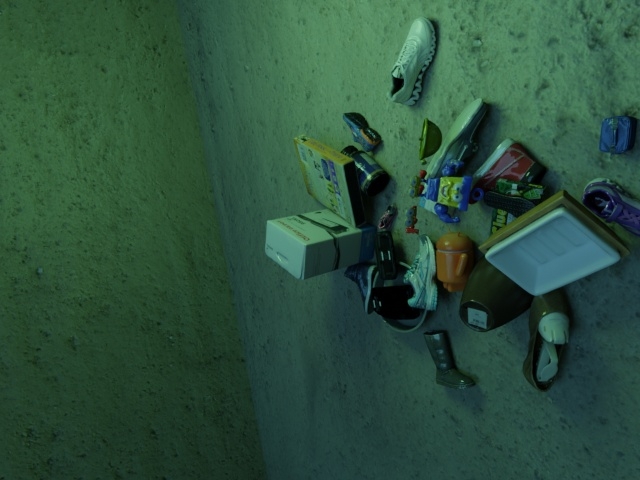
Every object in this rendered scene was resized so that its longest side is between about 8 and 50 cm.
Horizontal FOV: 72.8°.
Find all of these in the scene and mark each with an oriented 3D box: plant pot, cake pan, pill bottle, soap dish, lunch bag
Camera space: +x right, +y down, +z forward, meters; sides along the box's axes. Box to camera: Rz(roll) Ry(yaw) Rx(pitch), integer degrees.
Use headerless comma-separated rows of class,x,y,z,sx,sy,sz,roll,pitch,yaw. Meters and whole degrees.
plant pot,0.531,0.178,1.341,0.215,0.230,0.215,25,131,33
cake pan,0.334,0.228,1.777,0.293,0.054,0.293,10,102,51
pill bottle,0.172,-0.292,1.788,0.219,0.123,0.123,50,136,30
soap dish,0.621,0.011,1.180,0.229,0.118,0.291,37,142,-5
lunch bag,0.746,-0.263,1.094,0.067,0.065,0.098,12,110,51

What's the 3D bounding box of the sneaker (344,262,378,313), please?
sneaker,0.184,0.206,1.952,0.163,0.086,0.226,14,105,42

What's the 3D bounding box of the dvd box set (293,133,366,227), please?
dvd box set,0.035,-0.269,1.898,0.420,0.062,0.307,40,152,49

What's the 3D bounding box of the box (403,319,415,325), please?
box,0.374,0.323,1.806,0.067,0.018,0.083,13,111,50

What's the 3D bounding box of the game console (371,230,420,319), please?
game console,0.285,0.139,1.752,0.213,0.044,0.361,-11,86,50

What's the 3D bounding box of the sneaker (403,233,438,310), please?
sneaker,0.369,0.117,1.608,0.122,0.110,0.283,-2,83,11

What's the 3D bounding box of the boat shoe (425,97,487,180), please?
boat shoe,0.467,-0.315,1.446,0.099,0.116,0.319,25,124,-5

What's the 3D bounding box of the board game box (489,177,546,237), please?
board game box,0.593,-0.056,1.326,0.136,0.030,0.260,20,129,37

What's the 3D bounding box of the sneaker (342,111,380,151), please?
sneaker,0.155,-0.451,1.799,0.221,0.083,0.087,58,146,27

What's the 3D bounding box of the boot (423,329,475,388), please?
boot,0.490,0.452,1.664,0.189,0.076,0.208,-11,85,51

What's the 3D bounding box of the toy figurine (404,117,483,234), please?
toy figurine,0.406,-0.186,1.371,0.217,0.191,0.362,10,100,19

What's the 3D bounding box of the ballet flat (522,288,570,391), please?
ballet flat,0.681,0.308,1.299,0.116,0.124,0.342,5,111,6

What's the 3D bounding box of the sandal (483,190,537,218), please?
sandal,0.566,-0.108,1.272,0.179,0.040,0.067,33,132,45

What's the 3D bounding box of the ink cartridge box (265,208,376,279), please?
ink cartridge box,0.000,0.000,1.878,0.285,0.395,0.166,30,124,44

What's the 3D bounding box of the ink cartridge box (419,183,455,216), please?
ink cartridge box,0.426,-0.145,1.561,0.122,0.052,0.088,39,130,41

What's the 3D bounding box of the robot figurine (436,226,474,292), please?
robot figurine,0.469,0.067,1.510,0.128,0.158,0.219,1,103,35

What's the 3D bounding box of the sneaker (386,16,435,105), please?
sneaker,0.311,-0.619,1.510,0.110,0.118,0.292,38,128,42

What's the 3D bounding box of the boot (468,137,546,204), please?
boot,0.568,-0.166,1.346,0.176,0.088,0.244,54,134,25

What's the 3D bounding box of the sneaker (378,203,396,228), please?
sneaker,0.271,-0.094,1.778,0.047,0.057,0.119,45,132,38

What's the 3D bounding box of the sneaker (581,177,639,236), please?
sneaker,0.766,-0.072,1.098,0.236,0.104,0.095,43,131,35
